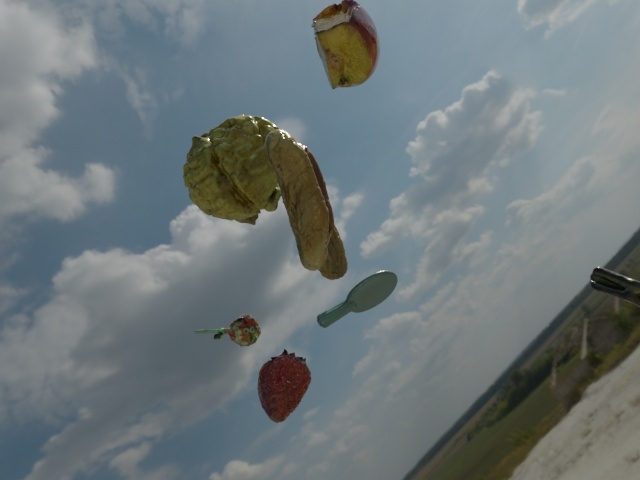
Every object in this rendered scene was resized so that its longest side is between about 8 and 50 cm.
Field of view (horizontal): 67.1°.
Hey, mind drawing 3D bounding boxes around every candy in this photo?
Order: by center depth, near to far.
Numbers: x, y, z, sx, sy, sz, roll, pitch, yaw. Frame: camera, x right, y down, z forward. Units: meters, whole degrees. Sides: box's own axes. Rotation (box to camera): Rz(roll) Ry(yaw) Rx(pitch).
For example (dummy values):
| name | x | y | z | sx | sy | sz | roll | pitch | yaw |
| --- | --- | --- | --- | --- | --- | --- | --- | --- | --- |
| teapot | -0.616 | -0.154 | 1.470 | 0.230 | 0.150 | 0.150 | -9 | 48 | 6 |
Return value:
| name | x | y | z | sx | sy | sz | roll | pitch | yaw |
| --- | --- | --- | --- | --- | --- | --- | --- | --- | --- |
| candy | -0.279 | 0.255 | 1.374 | 0.287 | 0.084 | 0.078 | -9 | 12 | 42 |

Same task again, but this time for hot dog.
| name | x | y | z | sx | sy | sz | roll | pitch | yaw |
| --- | --- | --- | --- | --- | --- | --- | --- | --- | --- |
| hot dog | -0.025 | -0.071 | 0.811 | 0.073 | 0.243 | 0.084 | -16 | 5 | 13 |

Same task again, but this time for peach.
| name | x | y | z | sx | sy | sz | roll | pitch | yaw |
| --- | --- | --- | --- | --- | --- | --- | --- | --- | --- |
| peach | 0.046 | -0.345 | 0.857 | 0.118 | 0.151 | 0.151 | -46 | -21 | -34 |

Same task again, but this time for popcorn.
| name | x | y | z | sx | sy | sz | roll | pitch | yaw |
| --- | --- | --- | --- | --- | --- | --- | --- | --- | --- |
| popcorn | -0.196 | -0.169 | 1.171 | 0.257 | 0.224 | 0.271 | 1 | -70 | -37 |

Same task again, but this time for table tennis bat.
| name | x | y | z | sx | sy | sz | roll | pitch | yaw |
| --- | --- | --- | --- | --- | --- | --- | --- | --- | --- |
| table tennis bat | 0.100 | 0.159 | 1.281 | 0.244 | 0.040 | 0.153 | -29 | -35 | -6 |

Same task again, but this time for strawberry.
| name | x | y | z | sx | sy | sz | roll | pitch | yaw |
| --- | --- | --- | --- | --- | --- | --- | --- | --- | --- |
| strawberry | -0.095 | 0.342 | 1.145 | 0.148 | 0.131 | 0.131 | -52 | -16 | -42 |

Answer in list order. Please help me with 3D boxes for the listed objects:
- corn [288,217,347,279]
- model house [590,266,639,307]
| name | x | y | z | sx | sy | sz | roll | pitch | yaw |
| --- | --- | --- | --- | --- | --- | --- | --- | --- | --- |
| corn | 0.000 | 0.000 | 1.435 | 0.120 | 0.120 | 0.363 | -40 | -36 | -11 |
| model house | 0.493 | 0.091 | 0.576 | 0.218 | 0.278 | 0.205 | 23 | -89 | -39 |
